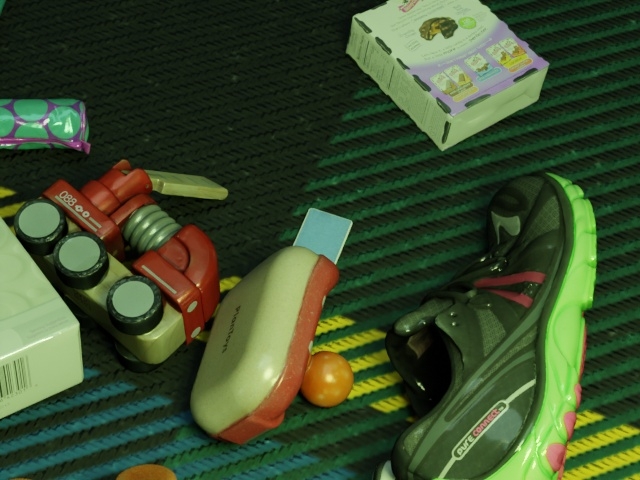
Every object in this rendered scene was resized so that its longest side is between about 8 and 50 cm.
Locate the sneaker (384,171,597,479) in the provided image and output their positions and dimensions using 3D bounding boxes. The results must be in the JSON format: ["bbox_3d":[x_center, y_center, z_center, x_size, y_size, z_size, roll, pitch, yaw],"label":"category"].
[{"bbox_3d":[0.176,0.080,1.716,0.202,0.185,0.483,11,38,5],"label":"sneaker"}]

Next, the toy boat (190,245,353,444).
[{"bbox_3d":[-0.030,0.121,1.723,0.151,0.151,0.231,34,48,-21],"label":"toy boat"}]

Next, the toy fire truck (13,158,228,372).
[{"bbox_3d":[-0.178,-0.001,1.791,0.217,0.158,0.246,38,66,21],"label":"toy fire truck"}]

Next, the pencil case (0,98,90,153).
[{"bbox_3d":[-0.344,-0.130,1.901,0.151,0.064,0.070,-3,49,-12],"label":"pencil case"}]

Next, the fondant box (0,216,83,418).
[{"bbox_3d":[-0.427,0.058,1.697,0.238,0.096,0.330,-24,51,-25],"label":"fondant box"}]

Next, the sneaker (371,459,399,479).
[{"bbox_3d":[0.117,0.342,1.574,0.162,0.106,0.281,11,50,-4],"label":"sneaker"}]

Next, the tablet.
[{"bbox_3d":[0.000,0.000,1.888,0.054,0.006,0.083,18,50,6],"label":"tablet"}]

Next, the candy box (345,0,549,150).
[{"bbox_3d":[0.156,-0.227,2.052,0.165,0.070,0.196,-28,61,-27],"label":"candy box"}]

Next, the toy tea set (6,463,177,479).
[{"bbox_3d":[-0.274,0.312,1.523,0.336,0.124,0.200,-6,23,-8],"label":"toy tea set"}]

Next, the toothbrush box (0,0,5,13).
[{"bbox_3d":[-0.508,-0.268,1.948,0.216,0.126,0.295,12,52,0],"label":"toothbrush box"}]
